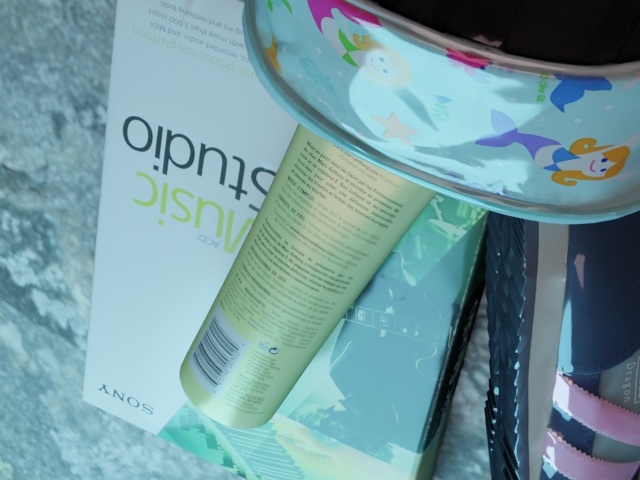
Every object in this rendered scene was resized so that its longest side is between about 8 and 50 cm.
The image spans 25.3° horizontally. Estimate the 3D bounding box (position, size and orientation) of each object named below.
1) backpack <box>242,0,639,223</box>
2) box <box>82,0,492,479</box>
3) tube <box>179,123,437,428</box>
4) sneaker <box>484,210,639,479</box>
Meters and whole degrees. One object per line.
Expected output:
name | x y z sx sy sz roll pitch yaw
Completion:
backpack | 0.086 -0.130 0.565 0.225 0.253 0.191 24 147 14
box | -0.020 0.008 0.829 0.232 0.058 0.322 22 127 17
tube | 0.000 0.000 0.747 0.070 0.062 0.240 9 128 -29
sneaker | 0.157 0.093 0.756 0.131 0.112 0.319 -6 131 -2
